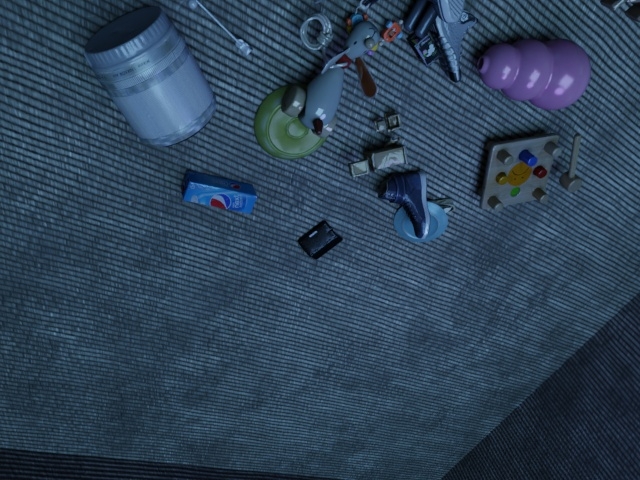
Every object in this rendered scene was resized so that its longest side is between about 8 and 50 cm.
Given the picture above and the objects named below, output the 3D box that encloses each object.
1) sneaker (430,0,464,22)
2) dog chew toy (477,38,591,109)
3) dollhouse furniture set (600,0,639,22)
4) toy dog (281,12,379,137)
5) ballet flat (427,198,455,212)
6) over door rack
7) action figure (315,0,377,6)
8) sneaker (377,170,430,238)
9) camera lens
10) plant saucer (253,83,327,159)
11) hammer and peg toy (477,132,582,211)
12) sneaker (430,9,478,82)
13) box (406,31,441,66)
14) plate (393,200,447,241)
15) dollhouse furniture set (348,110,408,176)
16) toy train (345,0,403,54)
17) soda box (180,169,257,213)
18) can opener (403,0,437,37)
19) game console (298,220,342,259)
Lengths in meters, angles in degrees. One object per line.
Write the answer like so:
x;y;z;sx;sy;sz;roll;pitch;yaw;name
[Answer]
0.267;-0.691;1.374;0.126;0.127;0.321;-36;121;-44;sneaker
0.622;-0.500;1.677;0.331;0.207;0.207;3;126;-14;dog chew toy
0.676;-0.770;1.312;0.362;0.394;0.256;37;114;-24;dollhouse furniture set
0.035;-0.404;1.484;0.220;0.161;0.334;3;128;-23;toy dog
0.393;-0.112;1.982;0.168;0.052;0.057;-13;131;-11;ballet flat
-0.197;-0.615;1.320;0.239;0.108;0.324;-42;130;15;over door rack
0.006;-0.612;1.257;0.275;0.164;0.141;18;133;-29;action figure
0.272;-0.111;1.868;0.163;0.086;0.226;-6;90;-19;sneaker
-0.394;-0.380;1.352;0.219;0.219;0.274;-27;131;0;camera lens
-0.072;-0.333;1.638;0.240;0.037;0.241;-11;129;-13;plant saucer
0.730;-0.252;1.955;0.361;0.127;0.266;-12;128;-13;hammer and peg toy
0.397;-0.568;1.604;0.132;0.086;0.229;-31;130;1;sneaker
0.291;-0.544;1.594;0.052;0.062;0.083;-37;131;11;box
0.350;-0.059;1.980;0.188;0.024;0.188;5;132;5;plate
0.156;-0.298;1.741;0.181;0.101;0.161;-15;106;-9;dollhouse furniture set
0.138;-0.578;1.523;0.166;0.046;0.125;26;113;-38;toy train
-0.300;-0.143;1.675;0.210;0.071;0.067;10;122;-28;soda box
0.308;-0.673;1.476;0.093;0.074;0.280;-17;141;-60;can opener
0.000;0.000;1.945;0.122;0.071;0.107;-38;100;9;game console
